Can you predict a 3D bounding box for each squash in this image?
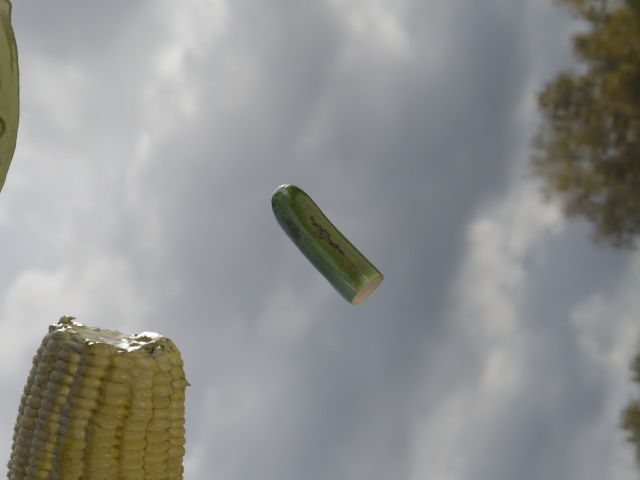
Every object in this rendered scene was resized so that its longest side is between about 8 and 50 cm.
[{"bbox_3d":[0.000,0.000,1.030,0.027,0.083,0.027,-39,-17,-15],"label":"squash"}]

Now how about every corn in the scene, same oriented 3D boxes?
[{"bbox_3d":[-0.104,0.120,0.817,0.063,0.085,0.165,-33,-48,-79],"label":"corn"}]

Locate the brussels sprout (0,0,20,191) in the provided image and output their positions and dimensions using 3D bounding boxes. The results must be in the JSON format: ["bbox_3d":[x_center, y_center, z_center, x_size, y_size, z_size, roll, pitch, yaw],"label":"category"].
[{"bbox_3d":[-0.388,-0.087,1.416,0.247,0.328,0.328,-10,-71,-79],"label":"brussels sprout"}]
